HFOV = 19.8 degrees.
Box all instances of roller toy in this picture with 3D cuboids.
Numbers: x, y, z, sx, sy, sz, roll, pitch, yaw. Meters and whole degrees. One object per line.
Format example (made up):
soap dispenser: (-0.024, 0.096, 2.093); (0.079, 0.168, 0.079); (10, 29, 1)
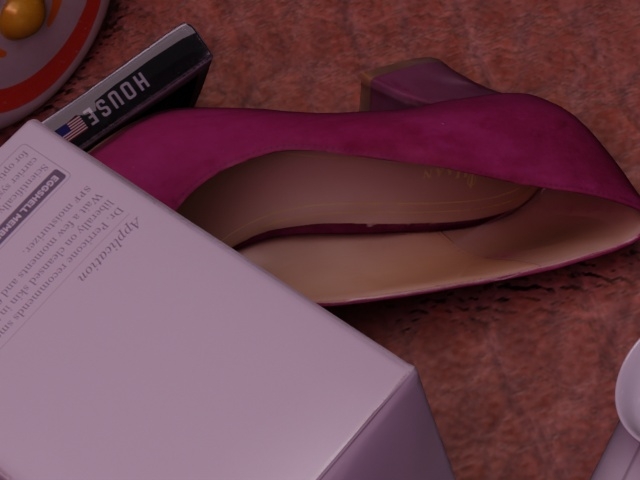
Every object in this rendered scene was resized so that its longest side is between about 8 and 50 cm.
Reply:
roller toy: (-0.233, -0.173, 1.179); (0.146, 0.209, 0.191); (31, 53, 27)

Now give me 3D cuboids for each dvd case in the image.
dvd case: (-0.147, -0.052, 1.078); (0.179, 0.239, 0.029); (-36, 91, -6)

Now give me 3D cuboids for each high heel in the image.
high heel: (0.000, 0.000, 0.991); (0.377, 0.127, 0.181); (-29, 45, -30)

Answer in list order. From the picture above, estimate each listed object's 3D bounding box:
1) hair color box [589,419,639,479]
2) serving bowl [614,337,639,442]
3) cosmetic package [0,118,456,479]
hair color box: (0.255, 0.104, 0.899); (0.185, 0.113, 0.374); (10, 63, 45)
serving bowl: (0.184, 0.071, 0.877); (0.083, 0.027, 0.083); (-24, 42, 23)
cosmetic package: (-0.061, 0.099, 0.813); (0.225, 0.224, 0.138); (34, 71, 29)
